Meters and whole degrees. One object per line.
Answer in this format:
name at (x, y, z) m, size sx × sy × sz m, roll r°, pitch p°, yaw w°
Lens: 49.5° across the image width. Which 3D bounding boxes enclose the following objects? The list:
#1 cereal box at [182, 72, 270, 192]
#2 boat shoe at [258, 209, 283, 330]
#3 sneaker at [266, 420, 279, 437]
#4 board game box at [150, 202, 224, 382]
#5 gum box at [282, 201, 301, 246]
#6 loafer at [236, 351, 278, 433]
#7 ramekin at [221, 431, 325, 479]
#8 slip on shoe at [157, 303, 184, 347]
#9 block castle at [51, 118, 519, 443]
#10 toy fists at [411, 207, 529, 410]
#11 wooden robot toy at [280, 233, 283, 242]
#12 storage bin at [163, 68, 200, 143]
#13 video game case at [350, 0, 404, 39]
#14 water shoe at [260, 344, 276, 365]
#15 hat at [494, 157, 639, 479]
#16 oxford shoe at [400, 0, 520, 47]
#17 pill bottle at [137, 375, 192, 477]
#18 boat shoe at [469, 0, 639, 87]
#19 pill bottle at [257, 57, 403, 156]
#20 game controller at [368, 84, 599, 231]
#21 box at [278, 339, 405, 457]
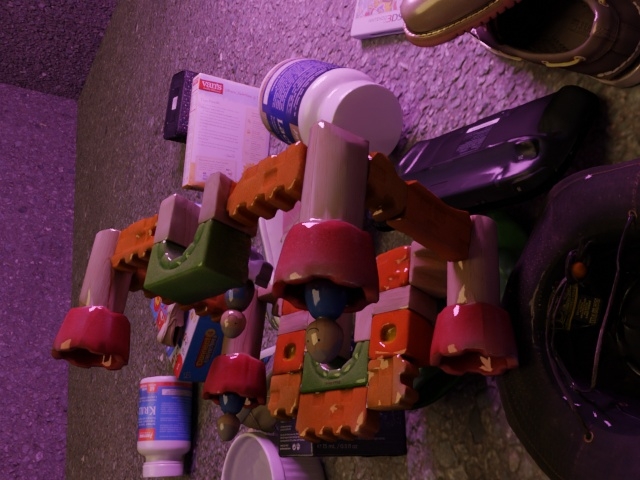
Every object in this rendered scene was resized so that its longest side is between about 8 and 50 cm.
cereal box at (-0.192, -0.213, 1.456) m, size 0.047 × 0.173 × 0.240 m, roll -11°, pitch 71°, yaw 59°
boat shoe at (-0.065, 0.010, 1.237) m, size 0.099 × 0.116 × 0.319 m, roll 150°, pitch 119°, yaw -64°
sneaker at (-0.078, 0.292, 1.249) m, size 0.170 × 0.051 × 0.089 m, roll 51°, pitch 125°, yaw 46°
board game box at (-0.286, 0.113, 1.611) m, size 0.302 × 0.086 × 0.308 m, roll 50°, pitch 124°, yaw 52°
gum box at (0.000, 0.000, 1.097) m, size 0.107 × 0.062 × 0.188 m, roll 7°, pitch 104°, yaw 23°
loafer at (-0.049, 0.223, 1.115) m, size 0.251 × 0.087 × 0.094 m, roll -52°, pitch 7°, yaw 33°
ramekin at (-0.077, 0.424, 1.149) m, size 0.207 × 0.109 × 0.207 m, roll -25°, pitch 61°, yaw 55°
slip on shoe at (-0.314, 0.173, 1.520) m, size 0.041 × 0.051 × 0.135 m, roll 30°, pitch 103°, yaw 16°
block castle at (-0.049, 0.087, 0.750) m, size 0.453 × 0.303 × 0.212 m, roll -19°, pitch 55°, yaw 41°
toy fists at (0.159, 0.081, 0.861) m, size 0.279 × 0.096 × 0.142 m, roll -55°, pitch 46°, yaw 34°
wooden robot toy at (0.011, -0.045, 1.166) m, size 0.173 × 0.079 × 0.076 m, roll -34°, pitch 91°, yaw 30°
storage bin at (-0.353, -0.353, 1.857) m, size 0.122 × 0.084 × 0.180 m, roll 5°, pitch 87°, yaw 60°
video game case at (0.131, -0.446, 1.117) m, size 0.206 × 0.026 × 0.227 m, roll 19°, pitch 98°, yaw 59°
water shoe at (-0.059, 0.223, 1.210) m, size 0.203 × 0.073 × 0.080 m, roll -37°, pitch 57°, yaw 51°
hat at (0.291, 0.085, 0.597) m, size 0.331 × 0.134 × 0.331 m, roll -168°, pitch 90°, yaw -73°
oxford shoe at (0.214, -0.380, 0.725) m, size 0.397 × 0.146 × 0.140 m, roll -45°, pitch 37°, yaw 15°
pill bottle at (-0.361, 0.433, 1.614) m, size 0.124 × 0.124 × 0.221 m, roll -30°, pitch 57°, yaw 53°
boat shoe at (0.242, -0.263, 0.806) m, size 0.324 × 0.097 × 0.116 m, roll 50°, pitch 125°, yaw 52°
pill bottle at (0.012, -0.209, 1.126) m, size 0.265 × 0.153 × 0.153 m, roll 35°, pitch 112°, yaw 58°
game controller at (0.183, -0.092, 0.846) m, size 0.166 × 0.067 × 0.319 m, roll -45°, pitch 17°, yaw -28°
box at (0.029, 0.222, 0.976) m, size 0.093 × 0.156 × 0.158 m, roll -27°, pitch 59°, yaw 53°
